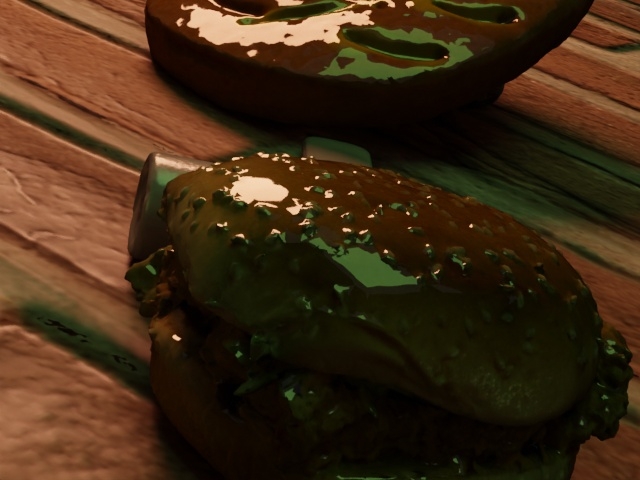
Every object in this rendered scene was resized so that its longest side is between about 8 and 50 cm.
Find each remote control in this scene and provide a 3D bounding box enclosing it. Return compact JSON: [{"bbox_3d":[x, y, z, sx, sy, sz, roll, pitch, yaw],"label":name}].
[{"bbox_3d":[0.016,-0.032,0.828,0.050,0.027,0.184,13,22,-9],"label":"remote control"}]

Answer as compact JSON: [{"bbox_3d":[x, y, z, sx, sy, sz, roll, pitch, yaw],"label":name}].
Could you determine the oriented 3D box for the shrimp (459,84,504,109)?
[{"bbox_3d":[0.052,-0.167,1.108,0.233,0.079,0.090,25,62,25],"label":"shrimp"}]

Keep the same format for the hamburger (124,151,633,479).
[{"bbox_3d":[0.033,0.034,0.567,0.215,0.122,0.189,9,22,-24],"label":"hamburger"}]

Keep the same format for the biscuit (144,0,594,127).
[{"bbox_3d":[0.034,-0.219,1.057,0.350,0.070,0.394,22,42,26],"label":"biscuit"}]

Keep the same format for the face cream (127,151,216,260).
[{"bbox_3d":[0.000,0.000,0.695,0.198,0.057,0.084,12,-11,-12],"label":"face cream"}]
